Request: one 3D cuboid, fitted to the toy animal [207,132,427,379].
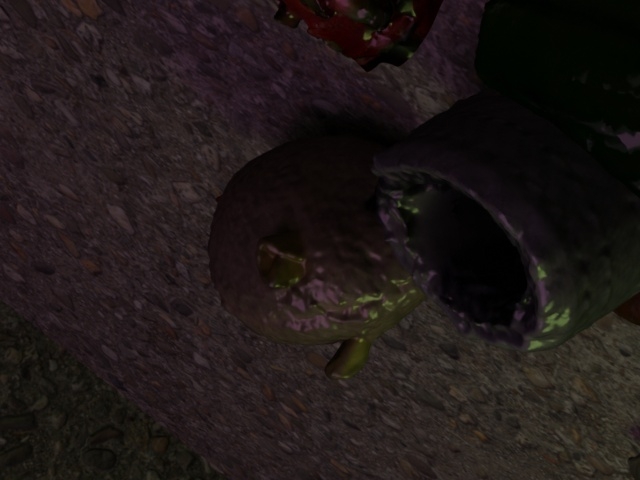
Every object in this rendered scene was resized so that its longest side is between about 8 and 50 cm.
[{"bbox_3d":[-0.005,0.000,2.005,0.358,0.226,0.188,9,143,51],"label":"toy animal"}]

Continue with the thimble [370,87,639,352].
[{"bbox_3d":[0.172,-0.024,1.714,0.245,0.157,0.217,37,145,36],"label":"thimble"}]

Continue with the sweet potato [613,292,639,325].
[{"bbox_3d":[0.320,0.047,1.782,0.292,0.097,0.097,31,158,40],"label":"sweet potato"}]

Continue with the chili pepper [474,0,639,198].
[{"bbox_3d":[0.293,-0.072,1.478,0.385,0.167,0.213,28,154,28],"label":"chili pepper"}]

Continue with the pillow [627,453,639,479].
[{"bbox_3d":[0.470,0.314,2.073,0.302,0.075,0.185,39,160,3],"label":"pillow"}]

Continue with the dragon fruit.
[{"bbox_3d":[0.020,-0.236,1.606,0.172,0.160,0.166,31,-164,-15],"label":"dragon fruit"}]
